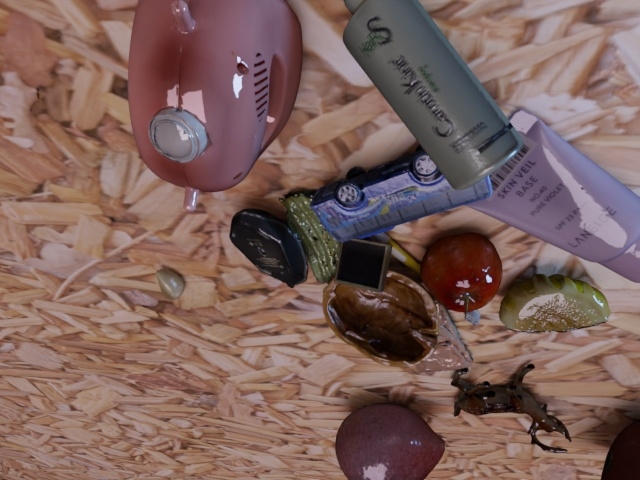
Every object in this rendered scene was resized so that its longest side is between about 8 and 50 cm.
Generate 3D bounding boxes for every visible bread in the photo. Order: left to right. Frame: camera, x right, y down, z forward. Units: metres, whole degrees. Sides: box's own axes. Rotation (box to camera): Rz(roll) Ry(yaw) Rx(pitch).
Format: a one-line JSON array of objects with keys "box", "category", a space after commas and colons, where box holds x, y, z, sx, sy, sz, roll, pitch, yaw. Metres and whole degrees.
[{"box": [0.368, 0.096, 0.655, 0.157, 0.082, 0.094, -22, 120, 24], "category": "bread"}]

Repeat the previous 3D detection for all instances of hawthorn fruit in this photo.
[{"box": [0.225, 0.052, 0.624, 0.125, 0.140, 0.125, -8, 114, -19], "category": "hawthorn fruit"}]

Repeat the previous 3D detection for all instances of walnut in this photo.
[{"box": [0.112, 0.120, 0.711, 0.212, 0.087, 0.167, 26, 110, 14], "category": "walnut"}]

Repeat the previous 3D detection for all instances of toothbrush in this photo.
[{"box": [0.190, 0.068, 0.703, 0.288, 0.024, 0.021, 38, 129, -21], "category": "toothbrush"}]

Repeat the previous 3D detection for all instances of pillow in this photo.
[{"box": [0.215, 0.199, 0.803, 0.126, 0.043, 0.232, -14, 129, 28], "category": "pillow"}]

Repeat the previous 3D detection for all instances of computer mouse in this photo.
[{"box": [-0.081, 0.007, 0.675, 0.106, 0.062, 0.192, 4, 144, 29], "category": "computer mouse"}]

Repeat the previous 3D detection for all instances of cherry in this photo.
[{"box": [0.162, 0.496, 0.977, 0.240, 0.206, 0.239, -8, 112, -19], "category": "cherry"}]

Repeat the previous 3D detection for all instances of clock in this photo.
[{"box": [-0.101, -0.158, 0.423, 0.143, 0.241, 0.227, 11, 131, -3], "category": "clock"}]

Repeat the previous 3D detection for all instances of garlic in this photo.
[{"box": [-0.302, 0.093, 0.811, 0.053, 0.041, 0.083, 18, 139, 2], "category": "garlic"}]

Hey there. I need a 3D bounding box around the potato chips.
[{"box": [0.000, 0.000, 0.678, 0.092, 0.028, 0.207, -8, 127, 19], "category": "potato chips"}]

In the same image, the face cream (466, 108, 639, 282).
[{"box": [0.335, -0.049, 0.544, 0.274, 0.096, 0.154, 30, 134, 2], "category": "face cream"}]

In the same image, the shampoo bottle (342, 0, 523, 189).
[{"box": [0.103, -0.180, 0.430, 0.085, 0.085, 0.262, -37, 92, 34], "category": "shampoo bottle"}]

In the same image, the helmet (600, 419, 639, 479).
[{"box": [0.759, 0.472, 0.788, 0.386, 0.338, 0.229, -5, 95, 22], "category": "helmet"}]

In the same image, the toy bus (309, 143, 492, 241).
[{"box": [0.107, -0.068, 0.553, 0.237, 0.079, 0.094, -18, 110, 24], "category": "toy bus"}]

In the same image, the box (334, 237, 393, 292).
[{"box": [0.070, 0.035, 0.651, 0.080, 0.035, 0.083, 10, 93, 23], "category": "box"}]

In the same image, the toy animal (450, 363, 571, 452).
[{"box": [0.422, 0.365, 0.896, 0.244, 0.087, 0.259, 1, 134, 28], "category": "toy animal"}]
